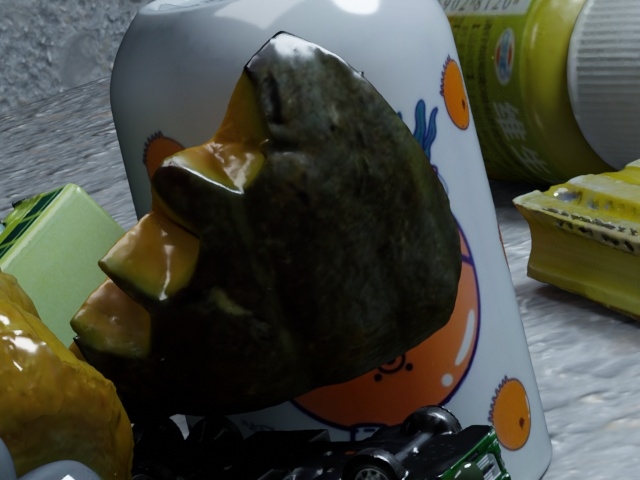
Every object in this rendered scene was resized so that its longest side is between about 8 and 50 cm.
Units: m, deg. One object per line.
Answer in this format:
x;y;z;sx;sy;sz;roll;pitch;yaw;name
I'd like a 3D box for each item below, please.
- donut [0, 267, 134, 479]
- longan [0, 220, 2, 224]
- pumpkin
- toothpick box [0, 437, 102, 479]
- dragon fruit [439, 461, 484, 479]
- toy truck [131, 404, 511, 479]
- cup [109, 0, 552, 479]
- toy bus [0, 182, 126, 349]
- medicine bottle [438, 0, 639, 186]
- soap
-0.221;0.153;0.834;0.330;0.330;0.160;-24;39;-36;donut
-0.316;0.103;1.165;0.350;0.288;0.288;-33;22;-32;longan
-0.029;0.042;0.956;0.130;0.149;0.254;-51;-8;-43;pumpkin
-0.161;0.198;0.617;0.229;0.229;0.316;-3;24;37;toothpick box
0.043;0.194;0.498;0.130;0.295;0.268;-16;40;41;dragon fruit
-0.027;0.152;0.978;0.259;0.121;0.088;-5;15;32;toy truck
0.000;0.000;1.151;0.212;0.317;0.212;-13;13;3;cup
-0.174;0.057;1.048;0.101;0.088;0.175;-16;31;55;toy bus
0.249;-0.155;1.735;0.224;0.224;0.384;-21;14;-28;medicine bottle
0.252;0.001;1.420;0.135;0.076;0.233;-18;15;-21;soap
